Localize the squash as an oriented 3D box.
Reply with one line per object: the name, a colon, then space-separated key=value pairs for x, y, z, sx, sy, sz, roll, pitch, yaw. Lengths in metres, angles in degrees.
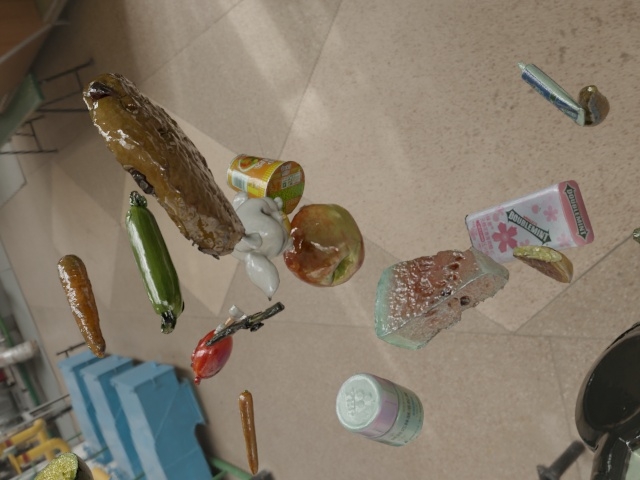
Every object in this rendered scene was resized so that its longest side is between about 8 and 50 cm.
squash: x=-0.333 y=0.046 z=1.105 sx=0.071 sy=0.080 sz=0.318 roll=-29 pitch=66 yaw=13

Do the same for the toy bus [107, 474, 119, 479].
toy bus: x=-0.263 y=0.476 z=0.775 sx=0.297 sy=0.131 sz=0.106 roll=24 pitch=131 yaw=43

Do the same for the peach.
peach: x=0.000 y=0.000 z=1.546 sx=0.256 sy=0.233 sz=0.232 roll=55 pitch=142 yaw=34

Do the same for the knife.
knife: x=-0.093 y=0.110 z=0.725 sx=0.021 sy=0.046 sz=0.222 roll=57 pitch=142 yaw=-2

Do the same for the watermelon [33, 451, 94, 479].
watermelon: x=-0.489 y=0.475 z=1.081 sx=0.182 sy=0.092 sz=0.075 roll=-17 pitch=121 yaw=41

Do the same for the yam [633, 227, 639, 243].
yam: x=0.778 y=-0.014 z=1.284 sx=0.094 sy=0.043 sz=0.043 roll=-16 pitch=96 yaw=57

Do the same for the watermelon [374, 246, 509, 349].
watermelon: x=0.215 y=0.088 z=0.995 sx=0.241 sy=0.094 sz=0.154 roll=-29 pitch=46 yaw=33

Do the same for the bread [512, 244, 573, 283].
bread: x=0.544 y=0.047 z=1.306 sx=0.154 sy=0.054 sz=0.136 roll=27 pitch=175 yaw=7

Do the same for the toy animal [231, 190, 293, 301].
toy animal: x=-0.146 y=-0.006 z=1.292 sx=0.154 sy=0.325 sz=0.208 roll=-15 pitch=121 yaw=9

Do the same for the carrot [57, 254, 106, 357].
carrot: x=-0.383 y=0.103 z=0.898 sx=0.191 sy=0.047 sz=0.047 roll=58 pitch=142 yaw=25

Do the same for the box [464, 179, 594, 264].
box: x=0.607 y=-0.037 z=1.662 sx=0.370 sy=0.112 sz=0.190 roll=-25 pitch=77 yaw=56

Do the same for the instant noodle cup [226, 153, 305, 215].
instant noodle cup: x=-0.165 y=-0.169 z=1.579 sx=0.185 sy=0.168 sz=0.168 roll=24 pitch=126 yaw=34

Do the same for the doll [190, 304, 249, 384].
doll: x=-0.262 y=0.270 z=1.421 sx=0.085 sy=0.217 sz=0.183 roll=30 pitch=167 yaw=15

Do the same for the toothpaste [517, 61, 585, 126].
toothpaste: x=0.462 y=-0.301 z=1.112 sx=0.197 sy=0.035 sz=0.057 roll=58 pitch=-174 yaw=32

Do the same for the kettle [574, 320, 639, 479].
kettle: x=0.570 y=0.345 z=0.781 sx=0.377 sy=0.361 sz=0.250 roll=33 pitch=154 yaw=1

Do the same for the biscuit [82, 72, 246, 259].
biscuit: x=-0.201 y=-0.105 z=0.761 sx=0.295 sy=0.075 sz=0.296 roll=54 pitch=179 yaw=1

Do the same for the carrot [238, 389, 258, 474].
carrot: x=-0.209 y=0.566 z=1.634 sx=0.043 sy=0.043 sz=0.247 roll=-15 pitch=81 yaw=52

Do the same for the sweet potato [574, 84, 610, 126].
sweet potato: x=0.588 y=-0.287 z=1.211 sx=0.077 sy=0.244 sz=0.077 roll=2 pitch=96 yaw=27

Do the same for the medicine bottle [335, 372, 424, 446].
medicine bottle: x=0.128 y=0.365 z=1.194 sx=0.135 sy=0.168 sz=0.135 roll=-25 pitch=50 yaw=33
